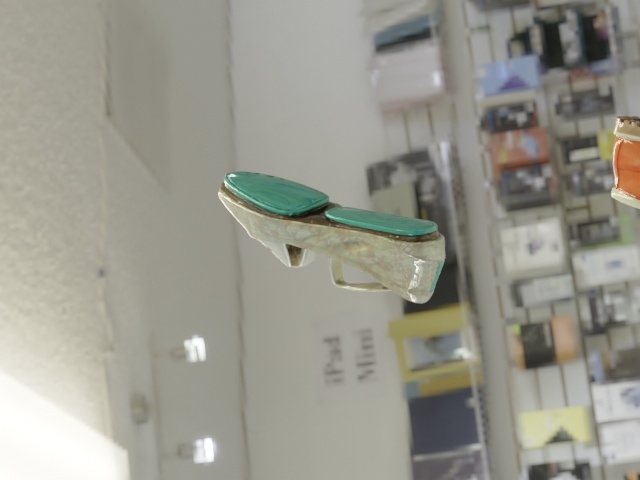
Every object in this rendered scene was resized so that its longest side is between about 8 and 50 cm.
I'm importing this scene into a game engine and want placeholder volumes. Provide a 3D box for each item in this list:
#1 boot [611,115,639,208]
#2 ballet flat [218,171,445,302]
[{"bbox_3d":[0.326,-0.054,1.185,0.059,0.158,0.085,-5,-72,-44],"label":"boot"},{"bbox_3d":[0.000,0.000,0.825,0.057,0.168,0.052,-18,-62,-48],"label":"ballet flat"}]
